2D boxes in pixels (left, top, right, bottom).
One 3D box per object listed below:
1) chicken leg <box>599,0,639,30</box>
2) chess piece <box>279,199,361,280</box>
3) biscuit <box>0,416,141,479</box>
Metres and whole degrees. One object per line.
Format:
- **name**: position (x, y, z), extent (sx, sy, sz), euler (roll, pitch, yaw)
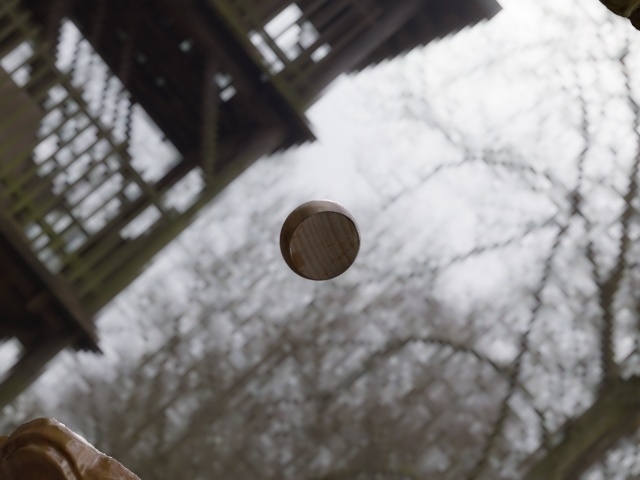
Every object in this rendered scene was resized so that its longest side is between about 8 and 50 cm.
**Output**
- **chicken leg**: position (0.159, -0.190, 1.052), extent (0.227, 0.103, 0.088), euler (45, -53, -14)
- **chess piece**: position (0.000, 0.000, 1.935), extent (0.083, 0.083, 0.038), euler (56, -2, -27)
- **biscuit**: position (-0.153, 0.244, 1.381), extent (0.269, 0.051, 0.376), euler (44, -34, -13)
